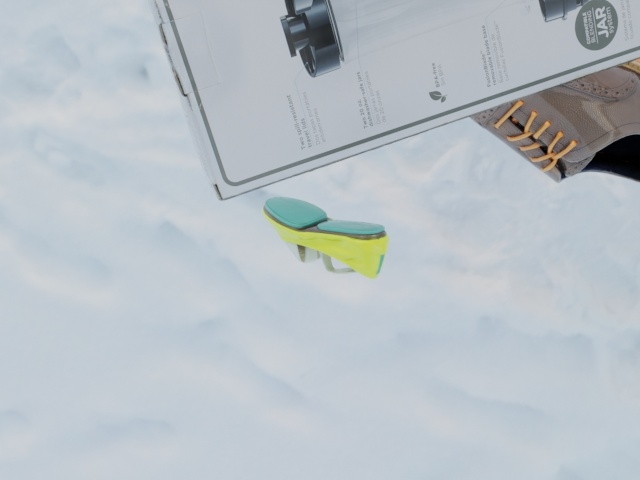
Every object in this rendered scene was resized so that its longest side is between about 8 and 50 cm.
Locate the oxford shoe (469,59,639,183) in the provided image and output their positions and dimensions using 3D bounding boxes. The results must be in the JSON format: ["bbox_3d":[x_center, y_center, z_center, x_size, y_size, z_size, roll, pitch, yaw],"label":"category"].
[{"bbox_3d":[0.214,-0.136,0.819,0.364,0.132,0.130,9,155,-17],"label":"oxford shoe"}]

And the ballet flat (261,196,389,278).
[{"bbox_3d":[0.000,0.000,1.146,0.231,0.077,0.077,18,118,45],"label":"ballet flat"}]

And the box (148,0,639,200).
[{"bbox_3d":[0.046,-0.153,0.496,0.290,0.087,0.169,-20,112,-7],"label":"box"}]
